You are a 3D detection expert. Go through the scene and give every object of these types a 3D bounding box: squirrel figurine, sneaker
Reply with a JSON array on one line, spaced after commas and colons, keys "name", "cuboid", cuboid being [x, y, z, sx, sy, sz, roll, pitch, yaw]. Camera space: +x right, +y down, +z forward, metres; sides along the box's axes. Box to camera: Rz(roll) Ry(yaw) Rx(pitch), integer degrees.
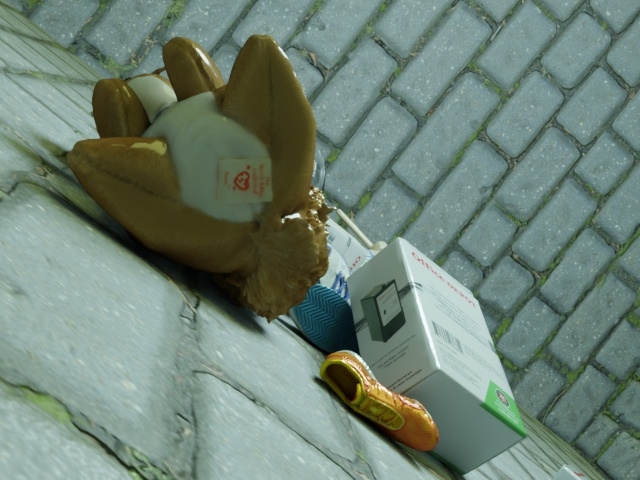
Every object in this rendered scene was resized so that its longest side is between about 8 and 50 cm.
[{"name": "squirrel figurine", "cuboid": [-0.157, -0.077, 1.174, 0.397, 0.281, 0.370, 53, -14, -25]}, {"name": "sneaker", "cuboid": [0.022, 0.137, 1.347, 0.229, 0.087, 0.092, 40, -13, -33]}, {"name": "sneaker", "cuboid": [0.049, 0.093, 1.458, 0.131, 0.111, 0.296, 23, -13, 28]}, {"name": "sneaker", "cuboid": [0.069, 0.208, 1.067, 0.175, 0.064, 0.067, 34, 21, 15]}]

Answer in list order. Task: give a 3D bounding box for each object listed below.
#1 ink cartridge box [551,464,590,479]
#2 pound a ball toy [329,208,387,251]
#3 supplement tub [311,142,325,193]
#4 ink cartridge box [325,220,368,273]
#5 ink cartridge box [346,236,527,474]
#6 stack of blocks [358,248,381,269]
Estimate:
[{"name": "ink cartridge box", "cuboid": [0.493, 0.498, 1.499, 0.208, 0.087, 0.153, 41, 4, 27]}, {"name": "pound a ball toy", "cuboid": [0.000, 0.000, 2.381, 0.319, 0.135, 0.208, 40, 38, 13]}, {"name": "supplement tub", "cuboid": [-0.094, -0.104, 1.644, 0.207, 0.207, 0.338, 39, -12, 10]}, {"name": "ink cartridge box", "cuboid": [-0.029, 0.030, 1.525, 0.093, 0.160, 0.219, 38, 1, 30]}, {"name": "ink cartridge box", "cuboid": [0.163, 0.164, 1.258, 0.211, 0.122, 0.289, 38, 25, -29]}, {"name": "stack of blocks", "cuboid": [0.114, 0.136, 1.706, 0.171, 0.087, 0.297, 9, 32, -38]}]
